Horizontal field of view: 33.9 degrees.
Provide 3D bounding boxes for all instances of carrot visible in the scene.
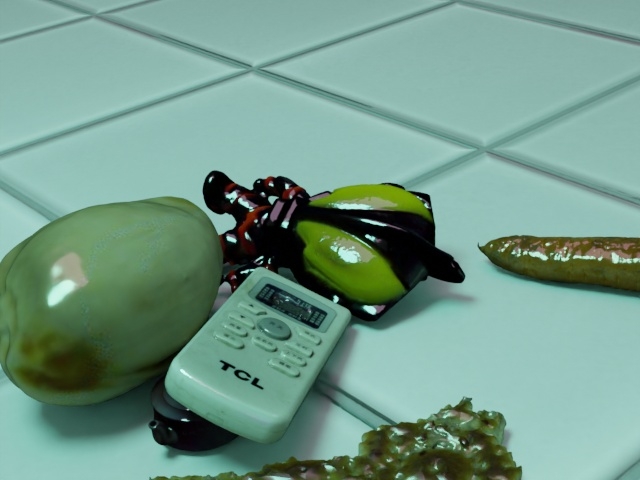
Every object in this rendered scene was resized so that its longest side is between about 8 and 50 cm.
[{"bbox_3d":[0.235,0.018,0.849,0.224,0.057,0.057,4,29,20],"label":"carrot"}]

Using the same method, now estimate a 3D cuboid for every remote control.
[{"bbox_3d":[-0.039,0.075,0.738,0.087,0.029,0.190,26,24,7],"label":"remote control"}]

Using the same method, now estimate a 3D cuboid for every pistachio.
[{"bbox_3d":[-0.150,0.041,0.768,0.144,0.144,0.215,12,27,27],"label":"pistachio"}]

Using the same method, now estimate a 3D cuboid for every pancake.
[{"bbox_3d":[0.025,0.148,0.624,0.266,0.057,0.244,14,32,31],"label":"pancake"}]

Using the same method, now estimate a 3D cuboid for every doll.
[{"bbox_3d":[-0.002,0.000,0.872,0.249,0.127,0.088,15,0,27],"label":"doll"}]

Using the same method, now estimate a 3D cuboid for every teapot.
[{"bbox_3d":[-0.082,0.108,0.722,0.068,0.045,0.100,17,36,31],"label":"teapot"}]
